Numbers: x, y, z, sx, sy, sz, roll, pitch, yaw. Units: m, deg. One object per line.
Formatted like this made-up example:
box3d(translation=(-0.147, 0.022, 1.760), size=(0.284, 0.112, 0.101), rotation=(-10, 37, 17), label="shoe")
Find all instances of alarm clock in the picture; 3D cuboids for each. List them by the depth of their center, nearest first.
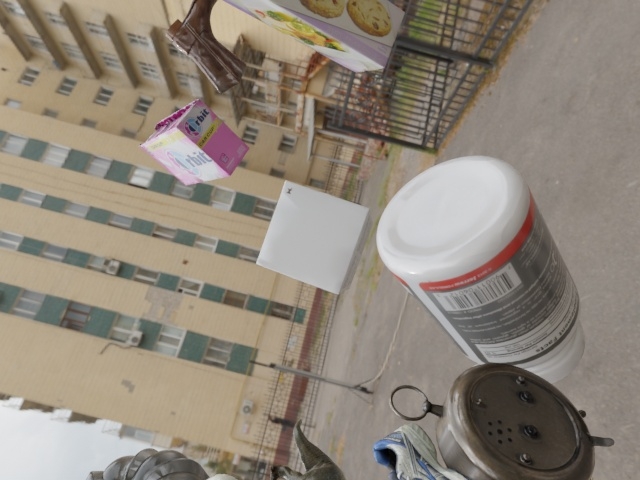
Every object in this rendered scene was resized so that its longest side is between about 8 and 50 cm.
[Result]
box3d(translation=(0.159, 0.173, 0.401), size=(0.129, 0.192, 0.064), rotation=(-64, -19, -51), label="alarm clock")

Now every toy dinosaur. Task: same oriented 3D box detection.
box3d(translation=(-0.009, 0.461, 0.733), size=(0.313, 0.160, 0.121), rotation=(-92, -1, -65), label="toy dinosaur")

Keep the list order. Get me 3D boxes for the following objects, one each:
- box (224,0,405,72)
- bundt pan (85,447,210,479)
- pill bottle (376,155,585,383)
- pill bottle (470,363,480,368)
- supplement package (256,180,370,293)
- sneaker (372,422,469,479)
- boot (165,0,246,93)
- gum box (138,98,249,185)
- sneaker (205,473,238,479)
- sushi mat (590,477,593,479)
box3d(translation=(-0.065, -0.257, 0.402), size=(0.063, 0.324, 0.067), rotation=(27, 99, 59), label="box")
box3d(translation=(-0.313, 0.457, 0.660), size=(0.331, 0.331, 0.124), rotation=(-79, -27, -73), label="bundt pan")
box3d(translation=(0.261, 0.066, 0.655), size=(0.210, 0.363, 0.210), rotation=(-28, 36, 22), label="pill bottle")
box3d(translation=(0.384, 0.358, 0.870), size=(0.216, 0.121, 0.121), rotation=(42, 128, 40), label="pill bottle")
box3d(translation=(0.000, 0.000, 1.039), size=(0.263, 0.199, 0.198), rotation=(26, -96, -81), label="supplement package")
box3d(translation=(0.091, 0.223, 0.379), size=(0.135, 0.058, 0.052), rotation=(-150, 59, -63), label="sneaker")
box3d(translation=(-0.137, -0.275, 0.591), size=(0.106, 0.114, 0.037), rotation=(-46, 7, 7), label="boot")
box3d(translation=(-0.217, -0.155, 0.718), size=(0.188, 0.107, 0.062), rotation=(1, 55, 51), label="gum box")
box3d(translation=(-0.148, 0.311, 0.432), size=(0.152, 0.058, 0.084), rotation=(-34, 13, 10), label="sneaker")
box3d(translation=(0.495, 0.527, 0.835), size=(0.316, 0.019, 0.151), rotation=(65, -162, -61), label="sushi mat")
